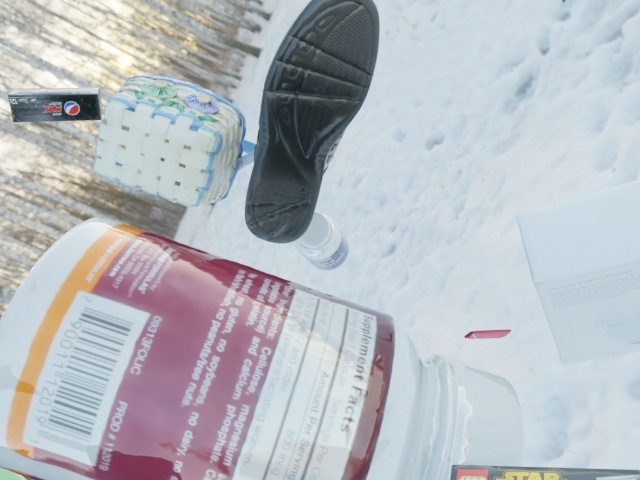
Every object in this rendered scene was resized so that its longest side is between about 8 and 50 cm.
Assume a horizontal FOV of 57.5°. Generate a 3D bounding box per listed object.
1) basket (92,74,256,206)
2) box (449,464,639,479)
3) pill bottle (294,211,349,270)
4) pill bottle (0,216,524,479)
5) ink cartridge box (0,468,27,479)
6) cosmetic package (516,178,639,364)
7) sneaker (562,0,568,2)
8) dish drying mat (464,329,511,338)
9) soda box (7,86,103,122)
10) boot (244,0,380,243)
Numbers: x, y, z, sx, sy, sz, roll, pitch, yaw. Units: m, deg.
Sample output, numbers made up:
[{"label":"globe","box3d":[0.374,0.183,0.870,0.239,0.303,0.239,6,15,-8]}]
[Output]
[{"label":"basket","box3d":[-0.243,-0.176,1.027,0.289,0.255,0.201,-88,16,-75]},{"label":"box","box3d":[0.130,0.159,0.288,0.137,0.027,0.094,-8,28,23]},{"label":"pill bottle","box3d":[0.000,0.000,1.158,0.094,0.094,0.169,-67,-16,-9]},{"label":"pill bottle","box3d":[-0.049,0.143,0.508,0.224,0.392,0.224,-160,90,-89]},{"label":"ink cartridge box","box3d":[-0.432,0.373,0.549,0.353,0.207,0.119,-48,-22,-38]},{"label":"cosmetic package","box3d":[0.423,0.045,0.824,0.224,0.224,0.138,-16,46,20]},{"label":"sneaker","box3d":[0.343,-0.352,0.766,0.109,0.044,0.040,53,-158,-79]},{"label":"dish drying mat","box3d":[0.305,0.171,1.061,0.032,0.083,0.008,120,146,-51]},{"label":"soda box","box3d":[-0.535,-0.276,1.186,0.053,0.169,0.060,-116,25,-57]},{"label":"boot","box3d":[-0.023,-0.214,0.923,0.284,0.138,0.377,-92,17,-63]}]
